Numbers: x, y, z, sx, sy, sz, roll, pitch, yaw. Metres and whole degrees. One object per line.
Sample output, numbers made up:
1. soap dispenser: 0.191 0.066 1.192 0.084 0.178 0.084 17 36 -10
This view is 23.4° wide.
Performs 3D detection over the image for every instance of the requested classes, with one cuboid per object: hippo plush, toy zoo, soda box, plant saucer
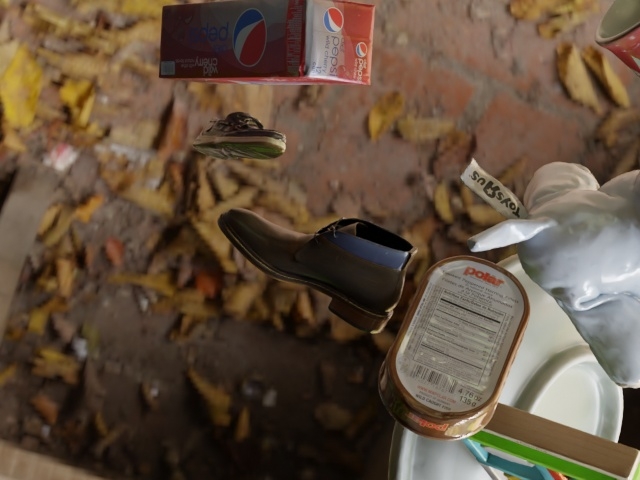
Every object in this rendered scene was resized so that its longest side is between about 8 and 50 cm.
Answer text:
1. hippo plush: 0.313 -0.035 1.468 0.237 0.234 0.294 -34 120 24
2. toy zoo: 0.240 0.232 1.506 0.192 0.030 0.293 17 162 28
3. soda box: -0.060 -0.205 1.613 0.092 0.263 0.083 1 94 -38
4. plant saucer: 0.242 0.213 1.742 0.101 0.400 0.400 19 136 40

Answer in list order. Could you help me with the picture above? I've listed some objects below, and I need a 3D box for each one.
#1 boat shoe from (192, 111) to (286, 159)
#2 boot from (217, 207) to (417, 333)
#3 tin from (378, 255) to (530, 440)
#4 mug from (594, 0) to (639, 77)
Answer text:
1. boat shoe: -0.089 -0.118 1.701 0.056 0.049 0.152 24 168 -38
2. boot: 0.000 0.000 1.683 0.219 0.082 0.106 31 117 2
3. tin: 0.121 0.091 1.358 0.106 0.189 0.040 24 141 3
4. mug: 0.271 -0.110 0.899 0.169 0.113 0.150 44 96 -10
